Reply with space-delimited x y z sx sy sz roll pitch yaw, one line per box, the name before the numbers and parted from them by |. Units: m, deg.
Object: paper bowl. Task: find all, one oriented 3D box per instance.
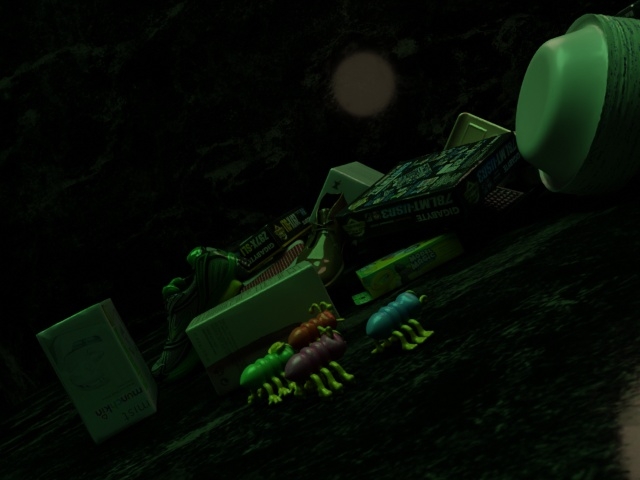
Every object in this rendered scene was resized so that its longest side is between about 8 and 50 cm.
paper bowl | 0.416 -0.217 0.994 0.148 0.284 0.284 7 4 0

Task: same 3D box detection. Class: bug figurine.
bug figurine | 0.008 0.137 0.817 0.216 0.072 0.279 -30 5 -36

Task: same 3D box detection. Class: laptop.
laptop | 0.354 -0.112 1.237 0.264 0.136 0.234 22 38 39

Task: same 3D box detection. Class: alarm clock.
alarm clock | 0.552 -0.181 1.501 0.129 0.064 0.192 -27 6 -5

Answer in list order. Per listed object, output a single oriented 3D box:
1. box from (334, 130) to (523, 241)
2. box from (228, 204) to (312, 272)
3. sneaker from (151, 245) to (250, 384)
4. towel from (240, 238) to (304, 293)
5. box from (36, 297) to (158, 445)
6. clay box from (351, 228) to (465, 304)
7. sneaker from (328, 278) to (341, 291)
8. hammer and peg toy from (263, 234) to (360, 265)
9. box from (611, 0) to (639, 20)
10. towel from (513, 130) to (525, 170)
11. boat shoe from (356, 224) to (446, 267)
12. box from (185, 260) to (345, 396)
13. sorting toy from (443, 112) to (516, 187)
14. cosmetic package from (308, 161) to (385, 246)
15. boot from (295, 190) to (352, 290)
box | 0.223 -0.112 1.253 0.293 0.073 0.295 -13 18 43
box | -0.167 0.026 1.661 0.257 0.079 0.322 -38 1 18
sneaker | -0.286 0.158 1.327 0.343 0.146 0.134 -61 13 14
towel | -0.124 0.118 1.372 0.237 0.037 0.329 -37 18 9
box | -0.429 0.247 1.206 0.127 0.231 0.262 -29 3 -14
clay box | 0.154 0.049 1.175 0.222 0.053 0.127 -27 3 -1
sneaker | -0.037 0.131 1.448 0.221 0.087 0.128 -31 -20 23
hammer and peg toy | -0.047 0.060 1.915 0.266 0.127 0.361 -29 4 -27
box | 0.720 -0.371 1.243 0.143 0.270 0.165 -27 3 9
towel | 0.564 -0.241 1.633 0.332 0.053 0.317 -11 -5 -17
boat shoe | 0.212 -0.041 1.410 0.132 0.130 0.355 -24 5 46
box | -0.093 0.143 1.044 0.232 0.127 0.148 -27 3 -5
sorting toy | 0.388 -0.196 1.508 0.038 0.193 0.208 7 22 -38
cosmetic package | 0.139 -0.103 1.763 0.161 0.230 0.453 -65 -7 13
boot | 0.000 0.000 1.271 0.112 0.115 0.305 -1 32 18
